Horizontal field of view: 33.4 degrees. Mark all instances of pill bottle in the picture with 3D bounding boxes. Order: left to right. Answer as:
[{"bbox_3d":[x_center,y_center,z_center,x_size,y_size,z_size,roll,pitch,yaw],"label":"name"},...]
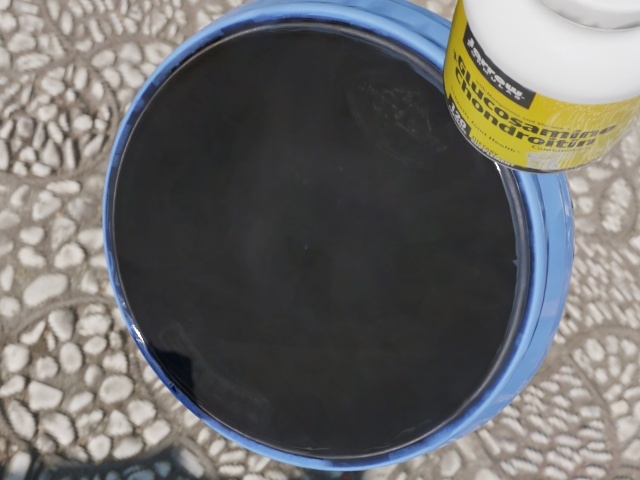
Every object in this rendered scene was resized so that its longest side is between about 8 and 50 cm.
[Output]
[{"bbox_3d":[0.110,-0.099,0.468,0.103,0.184,0.103,-1,79,3],"label":"pill bottle"}]

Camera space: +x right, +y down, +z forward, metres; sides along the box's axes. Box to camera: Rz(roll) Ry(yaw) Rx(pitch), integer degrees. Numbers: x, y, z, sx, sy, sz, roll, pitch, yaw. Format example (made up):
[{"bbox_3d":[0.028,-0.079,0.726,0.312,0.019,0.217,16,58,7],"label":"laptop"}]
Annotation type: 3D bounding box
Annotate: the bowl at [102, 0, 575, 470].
[{"bbox_3d":[0.000,0.000,0.843,0.391,0.391,0.077,45,24,7],"label":"bowl"}]
